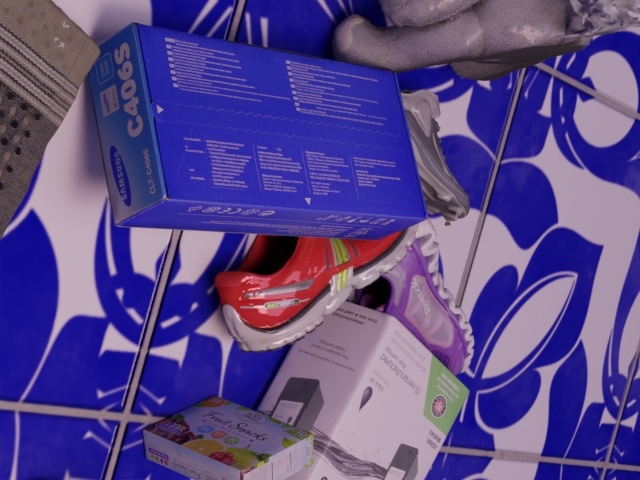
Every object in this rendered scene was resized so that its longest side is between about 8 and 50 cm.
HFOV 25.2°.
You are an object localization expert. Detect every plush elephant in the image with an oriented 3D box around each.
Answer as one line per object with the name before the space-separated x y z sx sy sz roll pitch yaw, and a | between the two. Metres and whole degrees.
plush elephant | 0.183 -0.315 1.474 0.272 0.330 0.255 -5 88 -41

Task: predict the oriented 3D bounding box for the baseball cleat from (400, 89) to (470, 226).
baseball cleat | 0.124 -0.102 1.606 0.206 0.072 0.109 43 63 -51

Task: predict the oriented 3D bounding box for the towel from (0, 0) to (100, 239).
towel | -0.345 -0.104 1.094 0.324 0.056 0.312 40 69 -45

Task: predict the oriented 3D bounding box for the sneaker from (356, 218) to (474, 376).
sneaker | 0.094 0.074 1.621 0.104 0.095 0.236 -41 125 -26

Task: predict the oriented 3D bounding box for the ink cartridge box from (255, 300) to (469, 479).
ink cartridge box | 0.022 0.227 1.561 0.198 0.115 0.272 44 69 -47

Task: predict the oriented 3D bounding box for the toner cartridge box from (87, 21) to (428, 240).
toner cartridge box | -0.050 -0.093 1.342 0.348 0.075 0.165 4 68 -47

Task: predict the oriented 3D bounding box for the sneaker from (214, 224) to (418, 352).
sneaker | 0.000 0.000 1.477 0.279 0.107 0.118 -43 120 -36

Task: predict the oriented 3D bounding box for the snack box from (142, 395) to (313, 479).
snack box | -0.090 0.202 1.404 0.100 0.141 0.037 -20 116 -44
